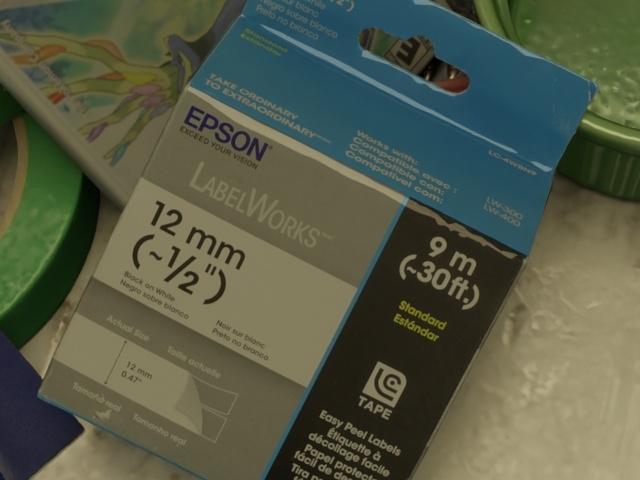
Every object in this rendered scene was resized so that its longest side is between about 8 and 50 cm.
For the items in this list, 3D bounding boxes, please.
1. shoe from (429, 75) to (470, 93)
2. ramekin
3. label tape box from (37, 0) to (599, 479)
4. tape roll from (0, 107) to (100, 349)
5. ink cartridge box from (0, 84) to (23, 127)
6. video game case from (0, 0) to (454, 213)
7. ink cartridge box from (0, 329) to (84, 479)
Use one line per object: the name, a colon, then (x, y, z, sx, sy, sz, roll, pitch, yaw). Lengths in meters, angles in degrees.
shoe: (0.055, -0.060, 1.256, 0.178, 0.063, 0.081, -24, 69, -12)
ramekin: (0.258, -0.175, 1.241, 0.304, 0.148, 0.303, -1, 69, 3)
label tape box: (0.000, 0.000, 1.112, 0.249, 0.115, 0.347, 27, 102, 1)
tape roll: (-0.331, -0.042, 1.257, 0.321, 0.077, 0.321, -1, 70, 3)
ink cartridge box: (-0.372, -0.108, 1.178, 0.211, 0.121, 0.289, 42, 77, 15)
video game case: (-0.077, -0.167, 1.191, 0.300, 0.329, 0.036, -50, 34, -14)
ink cartridge box: (-0.346, 0.137, 1.094, 0.307, 0.303, 0.072, -41, 29, -10)
